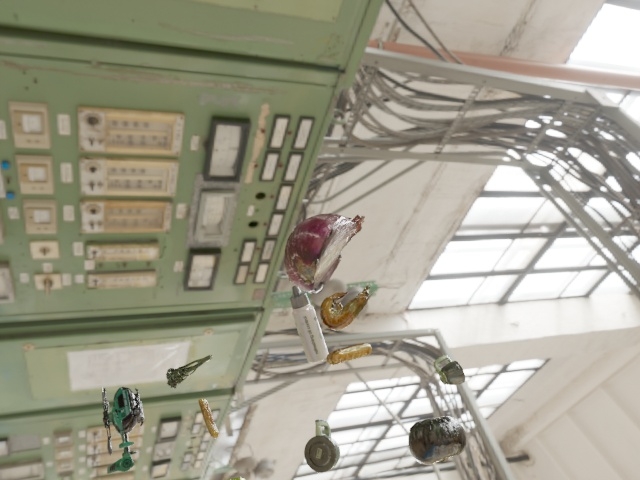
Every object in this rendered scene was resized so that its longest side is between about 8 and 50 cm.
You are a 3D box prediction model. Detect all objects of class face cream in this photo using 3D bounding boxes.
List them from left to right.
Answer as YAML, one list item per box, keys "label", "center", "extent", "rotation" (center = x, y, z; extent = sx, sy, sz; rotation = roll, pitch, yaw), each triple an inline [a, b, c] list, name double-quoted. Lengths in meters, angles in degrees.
- label: "face cream"
  center: [-0.055, 0.326, 2.177]
  extent: [0.092, 0.092, 0.311]
  rotation: [-11, -83, 67]

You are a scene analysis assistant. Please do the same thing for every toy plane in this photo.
- label: "toy plane"
  center: [-0.776, 0.720, 2.153]
  extent: [0.106, 0.155, 0.381]
  rotation: [100, -27, -49]

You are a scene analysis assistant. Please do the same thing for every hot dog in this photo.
- label: "hot dog"
  center: [-0.363, 0.575, 1.775]
  extent: [0.137, 0.028, 0.044]
  rotation: [64, 11, 27]
- label: "hot dog"
  center: [0.097, 0.372, 1.798]
  extent: [0.071, 0.165, 0.045]
  rotation: [-44, -121, 50]

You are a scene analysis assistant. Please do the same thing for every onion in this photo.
- label: "onion"
  center: [0.000, 0.000, 1.794]
  extent: [0.159, 0.348, 0.267]
  rotation: [28, -48, 15]

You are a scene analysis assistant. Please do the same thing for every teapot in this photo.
- label: "teapot"
  center: [0.005, 0.664, 1.758]
  extent: [0.111, 0.108, 0.149]
  rotation: [-40, -115, 7]
- label: "teapot"
  center: [0.511, 0.530, 2.191]
  extent: [0.124, 0.091, 0.092]
  rotation: [-141, -143, -65]

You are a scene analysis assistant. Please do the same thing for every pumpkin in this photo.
- label: "pumpkin"
  center: [0.454, 0.779, 2.137]
  extent: [0.233, 0.233, 0.162]
  rotation: [125, -43, -55]

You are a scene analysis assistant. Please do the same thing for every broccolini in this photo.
- label: "broccolini"
  center: [-0.508, 0.497, 2.111]
  extent: [0.073, 0.201, 0.058]
  rotation: [57, 8, -20]

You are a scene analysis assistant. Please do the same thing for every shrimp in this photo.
- label: "shrimp"
  center: [0.106, 0.264, 2.237]
  extent: [0.150, 0.249, 0.068]
  rotation: [50, -19, 21]

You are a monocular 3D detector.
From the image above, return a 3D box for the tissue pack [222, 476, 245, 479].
- label: "tissue pack"
  center: [-0.300, 0.902, 1.674]
  extent: [0.274, 0.201, 0.167]
  rotation: [55, -47, 48]
